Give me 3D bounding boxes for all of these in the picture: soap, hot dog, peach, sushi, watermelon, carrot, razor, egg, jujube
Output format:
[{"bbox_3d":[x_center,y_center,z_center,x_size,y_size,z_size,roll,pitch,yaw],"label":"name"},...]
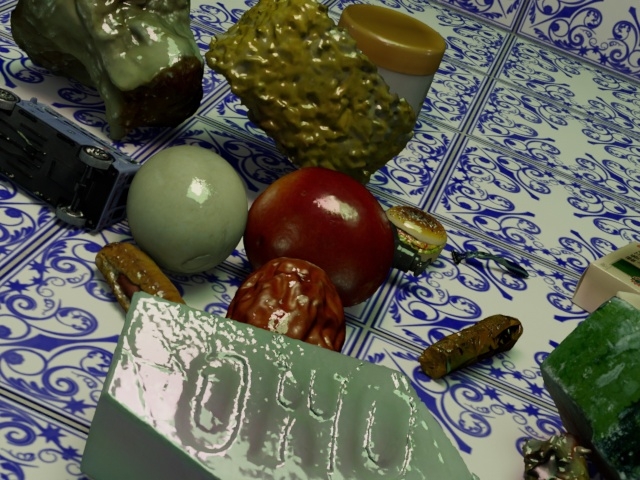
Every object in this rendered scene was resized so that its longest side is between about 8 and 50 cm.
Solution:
[{"bbox_3d":[-0.043,0.247,1.372,0.446,0.156,0.261,18,41,-7],"label":"soap"},{"bbox_3d":[-0.231,0.090,1.676,0.083,0.068,0.289,3,30,-44],"label":"hot dog"},{"bbox_3d":[0.000,0.000,1.853,0.243,0.199,0.243,8,44,-8],"label":"peach"},{"bbox_3d":[0.318,0.321,1.587,0.103,0.097,0.226,16,25,0],"label":"sushi"},{"bbox_3d":[0.422,0.263,1.628,0.151,0.302,0.264,-23,49,-15],"label":"watermelon"},{"bbox_3d":[0.242,0.165,1.860,0.069,0.069,0.229,37,33,29],"label":"carrot"},{"bbox_3d":[0.318,0.040,2.177,0.155,0.028,0.044,14,28,-11],"label":"razor"},{"bbox_3d":[-0.018,-0.272,2.154,0.396,0.240,0.351,47,2,-16],"label":"sushi"},{"bbox_3d":[-0.205,-0.050,1.814,0.187,0.186,0.253,12,29,-16],"label":"egg"},{"bbox_3d":[-0.050,0.128,1.614,0.174,0.174,0.250,20,24,0],"label":"jujube"}]

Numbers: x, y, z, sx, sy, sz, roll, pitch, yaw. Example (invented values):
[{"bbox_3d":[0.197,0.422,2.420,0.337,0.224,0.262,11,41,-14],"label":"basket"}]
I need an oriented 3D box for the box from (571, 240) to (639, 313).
[{"bbox_3d":[0.595,0.095,2.195,0.168,0.095,0.212,32,29,27],"label":"box"}]

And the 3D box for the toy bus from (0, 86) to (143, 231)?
[{"bbox_3d":[-0.431,-0.138,1.892,0.292,0.125,0.133,31,19,15],"label":"toy bus"}]

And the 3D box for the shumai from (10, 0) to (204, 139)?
[{"bbox_3d":[-0.364,-0.352,2.192,0.324,0.397,0.323,-24,79,-29],"label":"shumai"}]

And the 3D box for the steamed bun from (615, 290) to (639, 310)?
[{"bbox_3d":[0.555,0.196,1.904,0.242,0.164,0.146,13,26,-10],"label":"steamed bun"}]

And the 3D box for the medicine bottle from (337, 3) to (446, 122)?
[{"bbox_3d":[0.127,-0.366,2.570,0.238,0.232,0.238,16,29,-9],"label":"medicine bottle"}]

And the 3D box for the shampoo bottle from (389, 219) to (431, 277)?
[{"bbox_3d":[0.053,-0.013,2.015,0.284,0.101,0.101,26,28,10],"label":"shampoo bottle"}]

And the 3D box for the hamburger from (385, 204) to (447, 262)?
[{"bbox_3d":[0.166,-0.014,2.114,0.126,0.081,0.141,33,29,24],"label":"hamburger"}]
